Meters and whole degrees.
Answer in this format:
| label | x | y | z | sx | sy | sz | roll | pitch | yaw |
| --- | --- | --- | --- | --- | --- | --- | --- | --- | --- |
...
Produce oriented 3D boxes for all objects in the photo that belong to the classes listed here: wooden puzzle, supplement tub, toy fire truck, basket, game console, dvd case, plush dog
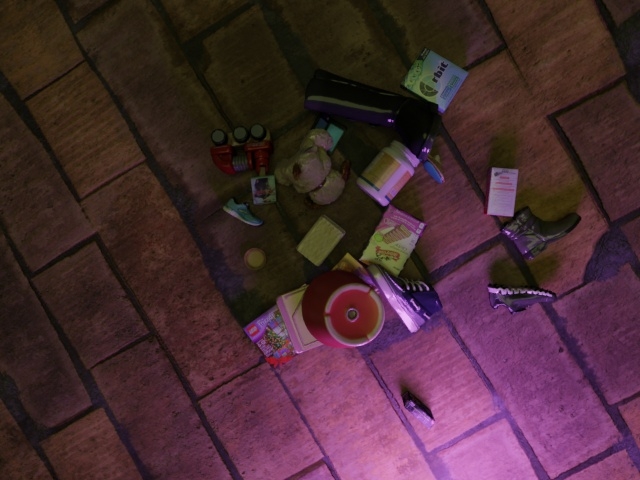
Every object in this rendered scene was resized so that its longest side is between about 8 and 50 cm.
| label | x | y | z | sx | sy | sz | roll | pitch | yaw |
| --- | --- | --- | --- | --- | --- | --- | --- | --- | --- |
| wooden puzzle | -0.016 | 0.264 | 1.630 | 0.239 | 0.044 | 0.221 | -21 | 90 | -4 |
| supplement tub | 0.237 | -0.237 | 1.591 | 0.144 | 0.144 | 0.199 | 41 | 95 | 1 |
| toy fire truck | -0.272 | -0.270 | 1.641 | 0.217 | 0.158 | 0.246 | -7 | 82 | 4 |
| basket | 0.000 | 0.000 | 1.640 | 0.113 | 0.103 | 0.167 | 38 | 94 | 1 |
| game console | 0.022 | -0.390 | 1.639 | 0.071 | 0.107 | 0.122 | 33 | 94 | 31 |
| dvd case | -0.206 | -0.182 | 1.643 | 0.087 | 0.013 | 0.119 | -8 | 135 | -10 |
| plush dog | -0.011 | -0.224 | 1.590 | 0.225 | 0.210 | 0.262 | 36 | 115 | -27 |

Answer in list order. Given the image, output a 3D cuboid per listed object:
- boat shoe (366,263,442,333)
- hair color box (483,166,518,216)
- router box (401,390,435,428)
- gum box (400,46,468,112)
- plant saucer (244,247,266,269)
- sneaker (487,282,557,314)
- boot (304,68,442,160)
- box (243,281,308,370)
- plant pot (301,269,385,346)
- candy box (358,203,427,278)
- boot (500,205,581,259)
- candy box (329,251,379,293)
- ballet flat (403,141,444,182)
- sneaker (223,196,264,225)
| label | x | y | z | sx | sy | sz | roll | pitch | yaw |
| --- | --- | --- | --- | --- | --- | --- | --- | --- | --- |
| boat shoe | 0.298 | 0.167 | 1.575 | 0.158 | 0.127 | 0.340 | -37 | 124 | 0 |
| hair color box | 0.643 | -0.172 | 1.611 | 0.093 | 0.053 | 0.167 | 6 | 94 | 5 |
| router box | 0.357 | 0.616 | 1.648 | 0.122 | 0.092 | 0.038 | 41 | 94 | 1 |
| gum box | 0.405 | -0.574 | 1.615 | 0.184 | 0.041 | 0.157 | 33 | 95 | 3 |
| plant saucer | -0.245 | 0.069 | 1.705 | 0.083 | 0.015 | 0.083 | 0 | 92 | 4 |
| sneaker | 0.715 | 0.215 | 1.614 | 0.234 | 0.078 | 0.106 | 4 | 96 | 8 |
| boot | 0.159 | -0.428 | 1.491 | 0.445 | 0.367 | 0.146 | 19 | 120 | 0 |
| box | -0.112 | 0.319 | 1.685 | 0.293 | 0.057 | 0.201 | -37 | 90 | 4 |
| plant pot | 0.083 | 0.234 | 1.493 | 0.275 | 0.243 | 0.274 | 1 | 86 | -9 |
| candy box | 0.260 | 0.004 | 1.637 | 0.159 | 0.071 | 0.233 | 28 | 95 | 2 |
| boot | 0.776 | -0.061 | 1.596 | 0.246 | 0.083 | 0.161 | -37 | 84 | 4 |
| candy box | 0.133 | 0.143 | 1.663 | 0.187 | 0.053 | 0.109 | 43 | 95 | 3 |
| ballet flat | 0.386 | -0.297 | 1.618 | 0.067 | 0.073 | 0.206 | -45 | 93 | -9 |
| sneaker | -0.280 | -0.107 | 1.677 | 0.162 | 0.063 | 0.073 | 30 | 91 | 2 |
